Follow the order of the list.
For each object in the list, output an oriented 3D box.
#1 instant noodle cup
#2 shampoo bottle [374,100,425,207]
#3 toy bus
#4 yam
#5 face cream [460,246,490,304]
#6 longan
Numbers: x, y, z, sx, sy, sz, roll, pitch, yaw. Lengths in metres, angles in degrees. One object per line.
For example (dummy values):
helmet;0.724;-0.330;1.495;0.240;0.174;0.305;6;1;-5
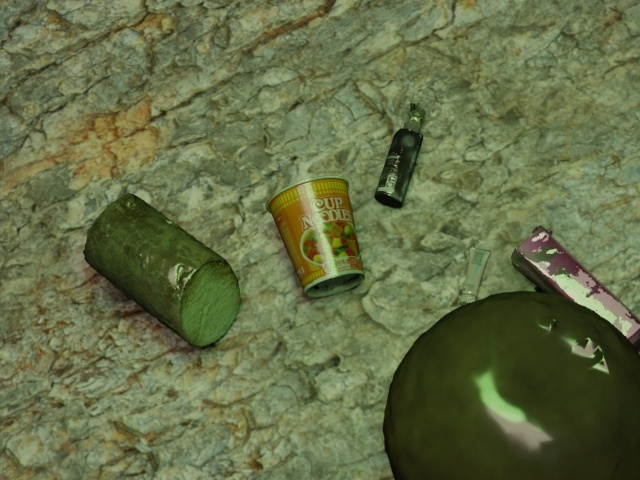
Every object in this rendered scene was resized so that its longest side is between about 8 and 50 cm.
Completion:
instant noodle cup;0.000;0.000;2.005;0.168;0.168;0.185;-17;71;2
shampoo bottle;0.157;-0.166;2.094;0.057;0.063;0.207;17;69;4
toy bus;0.447;0.089;1.904;0.090;0.112;0.274;-42;65;-2
yam;-0.291;0.050;2.023;0.304;0.168;0.168;34;75;24
face cream;0.278;0.064;1.991;0.038;0.020;0.115;10;67;15
longan;0.313;0.273;1.677;0.436;0.404;0.404;8;66;36
